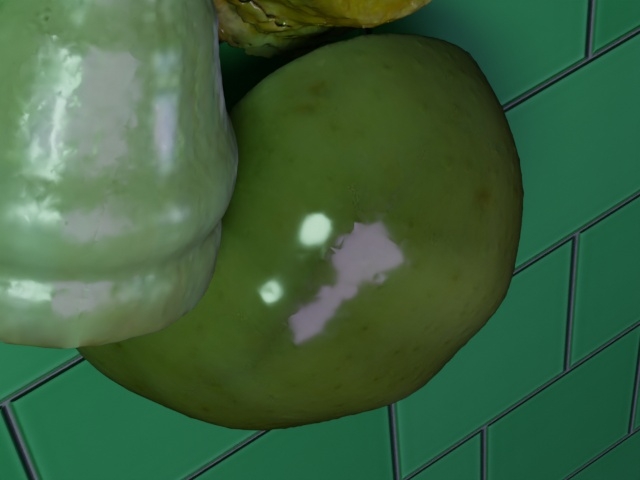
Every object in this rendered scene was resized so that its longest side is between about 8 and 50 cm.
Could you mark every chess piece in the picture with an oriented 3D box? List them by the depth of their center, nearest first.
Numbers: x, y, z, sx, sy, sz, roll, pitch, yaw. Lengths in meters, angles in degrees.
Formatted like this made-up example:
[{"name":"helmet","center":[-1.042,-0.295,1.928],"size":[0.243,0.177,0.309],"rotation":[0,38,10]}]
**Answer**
[{"name":"chess piece","center":[-0.130,-0.171,0.909],"size":[0.234,0.234,0.442],"rotation":[-13,132,-38]}]

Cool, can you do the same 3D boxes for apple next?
[{"name":"apple","center":[0.000,0.000,1.251],"size":[0.360,0.320,0.312],"rotation":[14,82,-57]}]

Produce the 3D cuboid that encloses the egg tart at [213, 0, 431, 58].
[{"name":"egg tart","center":[0.030,-0.240,1.080],"size":[0.295,0.116,0.295],"rotation":[-29,144,-23]}]
